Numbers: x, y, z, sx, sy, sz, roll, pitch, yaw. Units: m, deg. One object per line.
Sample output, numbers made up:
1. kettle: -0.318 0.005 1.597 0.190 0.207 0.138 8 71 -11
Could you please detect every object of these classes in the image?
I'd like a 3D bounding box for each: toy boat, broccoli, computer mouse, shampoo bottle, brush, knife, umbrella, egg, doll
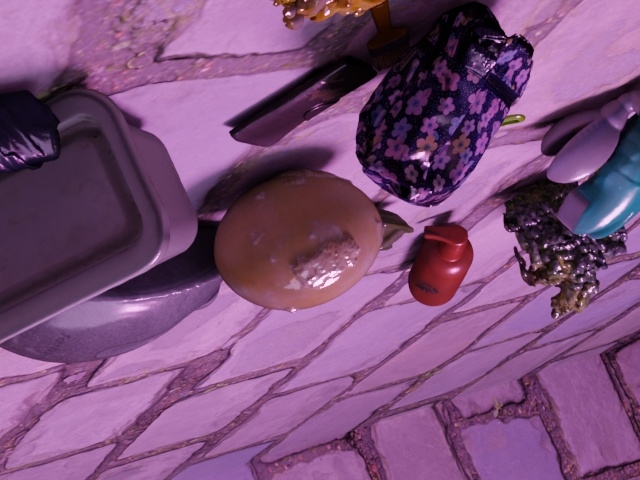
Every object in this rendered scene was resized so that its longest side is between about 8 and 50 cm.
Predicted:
1. toy boat: 0.000 0.000 2.024 0.293 0.055 0.093 -13 160 -45
2. broccoli: 0.365 0.019 2.345 0.177 0.199 0.275 -22 165 -4
3. computer mouse: -0.236 0.075 1.852 0.373 0.114 0.203 -12 161 -38
4. shampoo bottle: 0.186 0.029 2.361 0.085 0.085 0.244 -20 163 -9
5. brush: 0.063 -0.204 1.506 0.043 0.014 0.170 -25 165 1
6. knife: 0.170 -0.126 1.904 0.166 0.023 0.078 -23 172 8
7. umbrella: -0.337 -0.081 1.287 0.248 0.071 0.071 -9 161 -28
8. egg: -0.025 0.002 1.800 0.201 0.164 0.164 -17 164 -15
9. doll: 0.407 -0.124 2.072 0.258 0.153 0.195 -38 147 -5

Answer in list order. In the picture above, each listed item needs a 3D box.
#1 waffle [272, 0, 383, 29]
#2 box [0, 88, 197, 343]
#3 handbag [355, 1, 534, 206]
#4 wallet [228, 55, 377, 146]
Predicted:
1. waffle: 0.076 -0.252 1.243 0.262 0.060 0.280 -30 172 4
2. box: -0.271 -0.001 1.464 0.311 0.175 0.182 -26 173 13
3. handbag: 0.122 -0.136 1.544 0.208 0.126 0.228 -57 170 4
4. wallet: -0.017 -0.142 1.598 0.156 0.018 0.082 -30 163 23
